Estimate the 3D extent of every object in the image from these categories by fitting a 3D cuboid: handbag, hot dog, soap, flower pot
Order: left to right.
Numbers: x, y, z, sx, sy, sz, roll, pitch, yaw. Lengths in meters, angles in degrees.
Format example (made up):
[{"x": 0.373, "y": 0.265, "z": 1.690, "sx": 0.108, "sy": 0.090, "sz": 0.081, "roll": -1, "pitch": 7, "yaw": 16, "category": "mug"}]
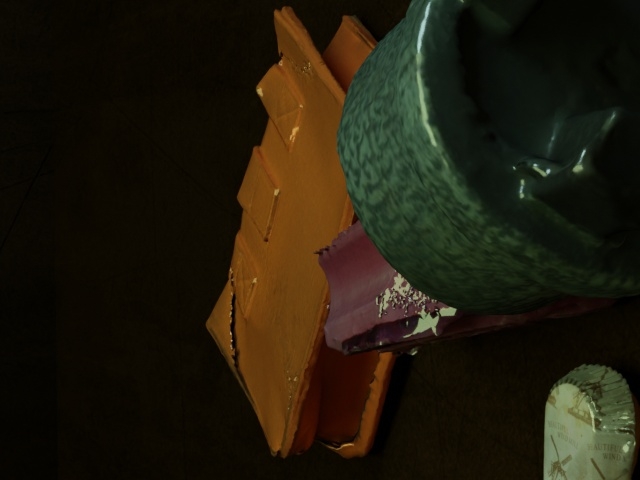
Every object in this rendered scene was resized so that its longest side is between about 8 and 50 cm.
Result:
[{"x": 0.000, "y": 0.000, "z": 1.603, "sx": 0.303, "sy": 0.116, "sz": 0.410, "roll": -121, "pitch": 39, "yaw": -53, "category": "handbag"}, {"x": 0.104, "y": 0.034, "z": 1.289, "sx": 0.289, "sy": 0.182, "sz": 0.112, "roll": 150, "pitch": 116, "yaw": -68, "category": "soap"}, {"x": 0.212, "y": 0.190, "z": 1.202, "sx": 0.108, "sy": 0.059, "sz": 0.191, "roll": -150, "pitch": 60, "yaw": -65, "category": "hot dog"}, {"x": 0.183, "y": -0.084, "z": 1.034, "sx": 0.283, "sy": 0.299, "sz": 0.299, "roll": 140, "pitch": 125, "yaw": -66, "category": "flower pot"}]
